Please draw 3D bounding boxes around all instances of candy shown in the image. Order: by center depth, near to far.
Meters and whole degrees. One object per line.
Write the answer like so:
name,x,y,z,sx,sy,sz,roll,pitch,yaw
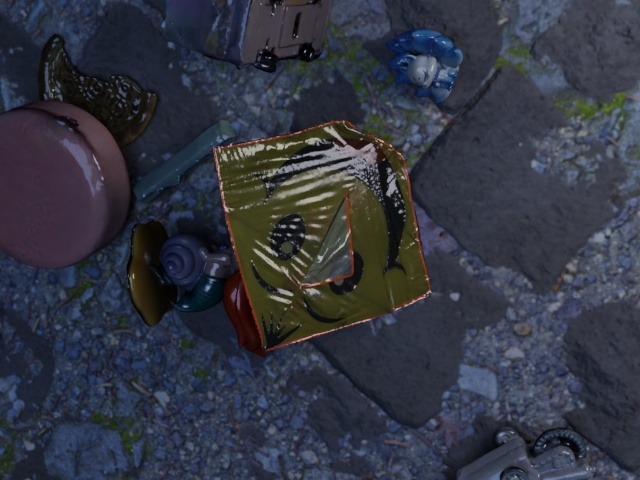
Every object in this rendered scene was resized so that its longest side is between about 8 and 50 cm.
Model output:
candy,-0.393,-0.086,1.619,0.255,0.094,0.255,7,110,19

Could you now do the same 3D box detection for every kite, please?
kite,-0.001,0.000,1.472,0.377,0.013,0.328,30,81,-24

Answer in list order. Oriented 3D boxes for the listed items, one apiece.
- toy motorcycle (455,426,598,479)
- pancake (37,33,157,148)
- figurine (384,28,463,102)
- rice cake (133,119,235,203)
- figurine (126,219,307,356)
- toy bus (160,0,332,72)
toy motorcycle,0.267,0.363,1.542,0.260,0.110,0.171,-30,109,13
pancake,-0.327,-0.216,1.623,0.190,0.020,0.184,-6,100,17
figurine,0.130,-0.235,1.451,0.114,0.114,0.079,20,62,11
rice cake,-0.195,-0.109,1.601,0.180,0.030,0.042,-34,78,21
figurine,-0.116,0.049,1.551,0.257,0.181,0.208,-4,61,16
toy bus,-0.083,-0.277,1.379,0.137,0.317,0.113,15,104,15
